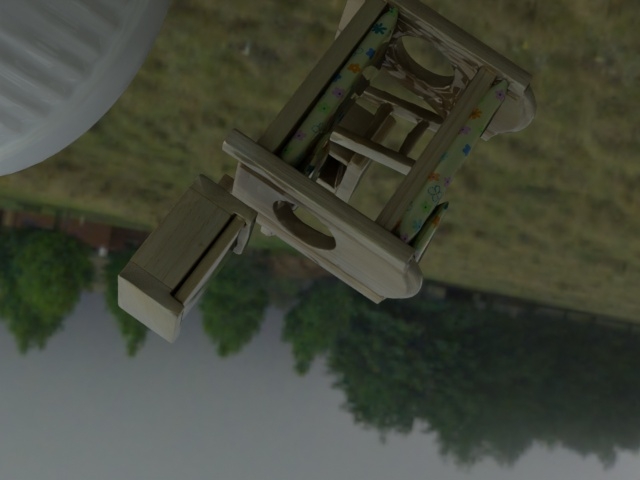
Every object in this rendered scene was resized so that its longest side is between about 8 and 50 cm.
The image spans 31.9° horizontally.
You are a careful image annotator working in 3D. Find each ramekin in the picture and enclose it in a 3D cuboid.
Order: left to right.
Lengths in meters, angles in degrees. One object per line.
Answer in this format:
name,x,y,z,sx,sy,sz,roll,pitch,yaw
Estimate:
ramekin,-0.178,-0.139,0.507,0.207,0.207,0.109,8,171,27

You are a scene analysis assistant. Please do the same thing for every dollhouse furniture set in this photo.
dollhouse furniture set,0.000,0.000,0.534,0.101,0.182,0.161,34,159,4
